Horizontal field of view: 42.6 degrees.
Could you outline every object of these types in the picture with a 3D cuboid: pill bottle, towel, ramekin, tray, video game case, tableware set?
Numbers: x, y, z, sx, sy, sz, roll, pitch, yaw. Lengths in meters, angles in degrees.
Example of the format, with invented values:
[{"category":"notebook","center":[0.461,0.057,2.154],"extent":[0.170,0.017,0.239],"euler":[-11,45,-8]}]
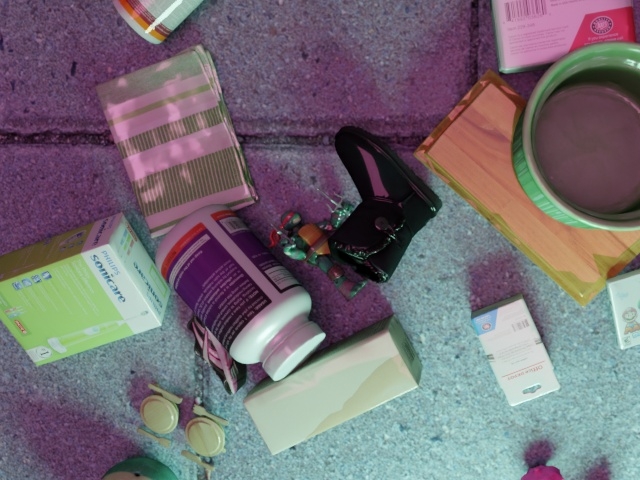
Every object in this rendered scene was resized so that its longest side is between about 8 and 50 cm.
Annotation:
[{"category":"pill bottle","center":[-0.269,-0.481,1.525],"extent":[0.221,0.121,0.121],"euler":[-41,88,12]},{"category":"towel","center":[-0.280,-0.189,1.605],"extent":[0.248,0.038,0.324],"euler":[-19,93,13]},{"category":"ramekin","center":[0.464,-0.159,1.351],"extent":[0.304,0.148,0.303],"euler":[0,84,-1]},{"category":"pill bottle","center":[-0.144,0.097,1.511],"extent":[0.181,0.181,0.323],"euler":[-47,74,12]},{"category":"tray","center":[0.387,-0.094,1.477],"extent":[0.411,0.076,0.203],"euler":[43,102,4]},{"category":"video game case","center":[0.594,0.109,1.456],"extent":[0.157,0.019,0.143],"euler":[-18,113,2]},{"category":"tableware set","center":[-0.276,0.370,1.672],"extent":[0.194,0.039,0.128],"euler":[23,112,13]}]

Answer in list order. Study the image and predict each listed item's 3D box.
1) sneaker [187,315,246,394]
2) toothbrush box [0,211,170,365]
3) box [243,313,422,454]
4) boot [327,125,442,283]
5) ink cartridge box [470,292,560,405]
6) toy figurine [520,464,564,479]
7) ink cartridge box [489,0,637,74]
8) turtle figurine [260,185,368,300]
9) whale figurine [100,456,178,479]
[{"category":"sneaker","center":[-0.208,0.222,1.635],"extent":[0.077,0.072,0.178],"euler":[-22,84,24]},{"category":"toothbrush box","center":[-0.469,0.097,1.594],"extent":[0.283,0.122,0.206],"euler":[-18,121,14]},{"category":"box","center":[0.026,0.269,1.551],"extent":[0.311,0.148,0.121],"euler":[-28,92,14]},{"category":"boot","center":[0.076,-0.064,1.479],"extent":[0.246,0.094,0.207],"euler":[42,65,-2]},{"category":"ink cartridge box","center":[0.361,0.202,1.523],"extent":[0.104,0.060,0.180],"euler":[-23,92,11]},{"category":"toy figurine","center":[0.440,0.497,1.536],"extent":[0.159,0.130,0.173],"euler":[40,127,17]},{"category":"ink cartridge box","center":[0.399,-0.453,1.402],"extent":[0.226,0.131,0.306],"euler":[-7,94,12]},{"category":"turtle figurine","center":[0.000,0.000,1.541],"extent":[0.234,0.118,0.175],"euler":[42,61,2]},{"category":"whale figurine","center":[-0.363,0.557,1.680],"extent":[0.216,0.141,0.272],"euler":[11,123,9]}]
